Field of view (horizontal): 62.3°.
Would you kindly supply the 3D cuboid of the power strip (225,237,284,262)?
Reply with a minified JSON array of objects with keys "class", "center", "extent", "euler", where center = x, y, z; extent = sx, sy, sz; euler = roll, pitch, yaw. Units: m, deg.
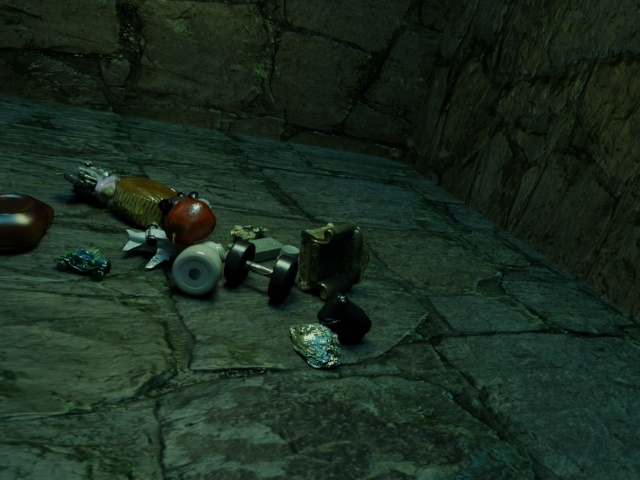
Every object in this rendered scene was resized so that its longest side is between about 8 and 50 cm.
[{"class":"power strip","center":[-0.261,0.043,1.990],"extent":[0.093,0.053,0.288],"euler":[31,25,32]}]

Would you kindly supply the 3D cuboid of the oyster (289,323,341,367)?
[{"class":"oyster","center":[-0.014,0.301,1.536],"extent":[0.125,0.064,0.177],"euler":[-10,40,-21]}]

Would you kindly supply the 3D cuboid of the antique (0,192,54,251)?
[{"class":"antique","center":[-0.971,-0.059,1.652],"extent":[0.224,0.129,0.278],"euler":[25,26,16]}]

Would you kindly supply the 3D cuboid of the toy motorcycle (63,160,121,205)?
[{"class":"toy motorcycle","center":[-0.880,-0.226,2.125],"extent":[0.188,0.143,0.327],"euler":[24,7,-2]}]

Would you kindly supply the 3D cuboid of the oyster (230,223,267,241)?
[{"class":"oyster","center":[-0.286,-0.029,2.140],"extent":[0.133,0.072,0.209],"euler":[8,3,-3]}]

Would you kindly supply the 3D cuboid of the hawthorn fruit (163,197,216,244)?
[{"class":"hawthorn fruit","center":[-0.450,-0.046,1.746],"extent":[0.163,0.162,0.203],"euler":[25,44,22]}]

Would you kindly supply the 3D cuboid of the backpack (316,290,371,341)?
[{"class":"backpack","center":[0.075,0.240,1.635],"extent":[0.165,0.120,0.106],"euler":[43,5,-30]}]

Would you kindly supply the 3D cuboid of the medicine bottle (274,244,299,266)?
[{"class":"medicine bottle","center":[-0.120,0.088,1.870],"extent":[0.080,0.130,0.080],"euler":[13,23,-6]}]

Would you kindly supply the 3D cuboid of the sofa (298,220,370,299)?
[{"class":"sofa","center":[0.050,0.068,1.875],"extent":[0.182,0.258,0.200],"euler":[13,17,33]}]

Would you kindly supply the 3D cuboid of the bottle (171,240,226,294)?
[{"class":"bottle","center":[-0.385,0.073,1.727],"extent":[0.148,0.147,0.236],"euler":[14,15,-4]}]

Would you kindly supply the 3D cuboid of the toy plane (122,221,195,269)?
[{"class":"toy plane","center":[-0.539,0.009,1.819],"extent":[0.255,0.101,0.251],"euler":[8,35,-19]}]

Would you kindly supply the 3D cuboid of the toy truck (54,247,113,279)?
[{"class":"toy truck","center":[-0.718,0.057,1.613],"extent":[0.154,0.078,0.080],"euler":[15,20,-2]}]

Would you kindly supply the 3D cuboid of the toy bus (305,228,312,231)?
[{"class":"toy bus","center":[0.000,0.000,2.259],"extent":[0.153,0.061,0.051],"euler":[20,17,15]}]

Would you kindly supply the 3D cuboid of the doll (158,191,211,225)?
[{"class":"doll","center":[-0.502,-0.104,1.987],"extent":[0.117,0.182,0.257],"euler":[-10,-4,26]}]

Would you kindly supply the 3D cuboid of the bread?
[{"class":"bread","center":[-0.672,-0.149,2.059],"extent":[0.253,0.142,0.227],"euler":[23,16,23]}]

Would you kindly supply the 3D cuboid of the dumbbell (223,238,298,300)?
[{"class":"dumbbell","center":[-0.198,0.097,1.768],"extent":[0.218,0.152,0.152],"euler":[20,22,10]}]
